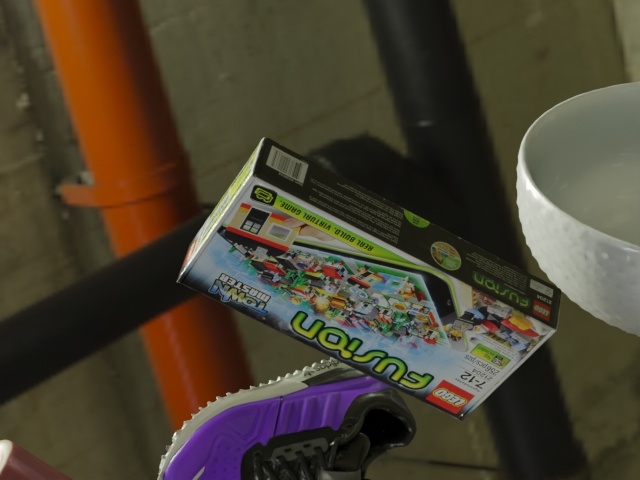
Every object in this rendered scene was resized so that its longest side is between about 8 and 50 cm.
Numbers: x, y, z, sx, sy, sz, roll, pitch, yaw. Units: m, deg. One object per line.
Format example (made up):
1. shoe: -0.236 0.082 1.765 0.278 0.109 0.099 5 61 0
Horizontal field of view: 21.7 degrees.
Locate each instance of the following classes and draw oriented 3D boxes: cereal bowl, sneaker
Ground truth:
1. cereal bowl: 0.335 -0.006 1.433 0.339 0.339 0.141 -30 -48 -41
2. sneaker: -0.023 0.217 1.715 0.293 0.146 0.102 -24 -50 -31

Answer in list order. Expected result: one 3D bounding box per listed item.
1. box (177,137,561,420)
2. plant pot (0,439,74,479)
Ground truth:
1. box: 0.029 0.027 1.020 0.207 0.114 0.036 26 -135 -11
2. plant pot: -0.183 0.235 1.072 0.180 0.201 0.201 49 -124 -15
